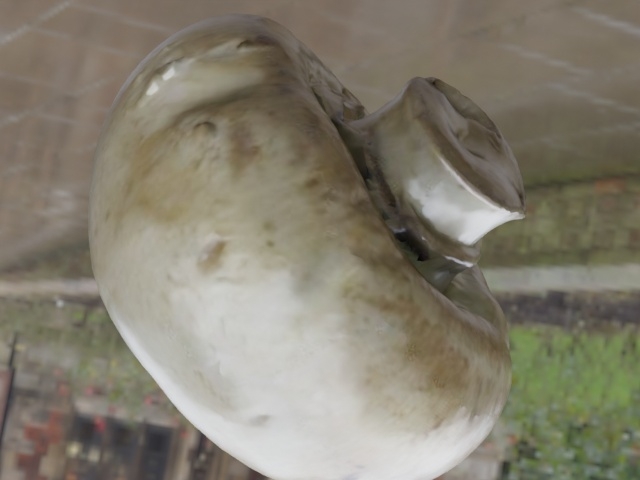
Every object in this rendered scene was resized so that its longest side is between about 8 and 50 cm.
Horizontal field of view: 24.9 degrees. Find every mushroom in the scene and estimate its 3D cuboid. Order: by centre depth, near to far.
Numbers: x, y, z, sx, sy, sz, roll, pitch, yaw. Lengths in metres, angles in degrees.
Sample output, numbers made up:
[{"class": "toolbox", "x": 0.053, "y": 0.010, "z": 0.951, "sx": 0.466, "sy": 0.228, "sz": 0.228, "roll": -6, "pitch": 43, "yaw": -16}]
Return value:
[{"class": "mushroom", "x": 0.000, "y": 0.000, "z": 0.476, "sx": 0.166, "sy": 0.127, "sz": 0.166, "roll": 43, "pitch": -164, "yaw": -16}]
